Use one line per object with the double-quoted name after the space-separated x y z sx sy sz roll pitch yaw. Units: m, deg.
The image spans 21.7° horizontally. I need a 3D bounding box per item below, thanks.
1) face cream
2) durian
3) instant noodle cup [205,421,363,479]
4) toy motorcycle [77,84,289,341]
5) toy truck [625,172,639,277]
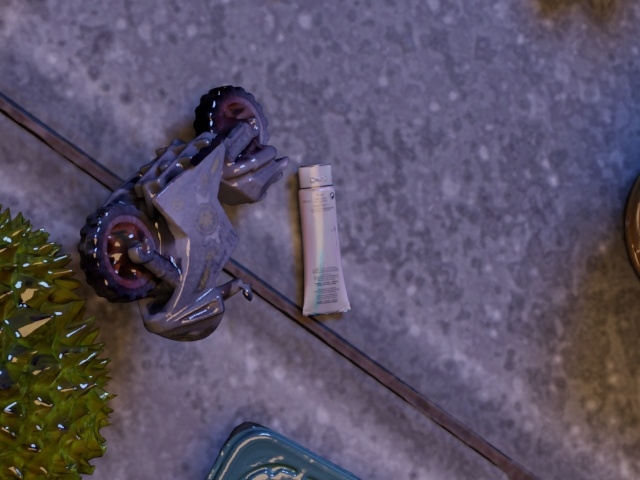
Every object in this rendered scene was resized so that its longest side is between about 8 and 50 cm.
0.000 0.000 1.247 0.038 0.020 0.115 -6 93 -17 "face cream"
-0.270 0.089 1.063 0.291 0.224 0.291 0 91 -12 "durian"
-0.024 0.232 1.217 0.179 0.070 0.157 30 84 -15 "instant noodle cup"
-0.082 -0.015 1.161 0.215 0.080 0.122 -52 123 -42 "toy motorcycle"
0.364 -0.011 1.256 0.204 0.211 0.288 -39 104 -13 "toy truck"
